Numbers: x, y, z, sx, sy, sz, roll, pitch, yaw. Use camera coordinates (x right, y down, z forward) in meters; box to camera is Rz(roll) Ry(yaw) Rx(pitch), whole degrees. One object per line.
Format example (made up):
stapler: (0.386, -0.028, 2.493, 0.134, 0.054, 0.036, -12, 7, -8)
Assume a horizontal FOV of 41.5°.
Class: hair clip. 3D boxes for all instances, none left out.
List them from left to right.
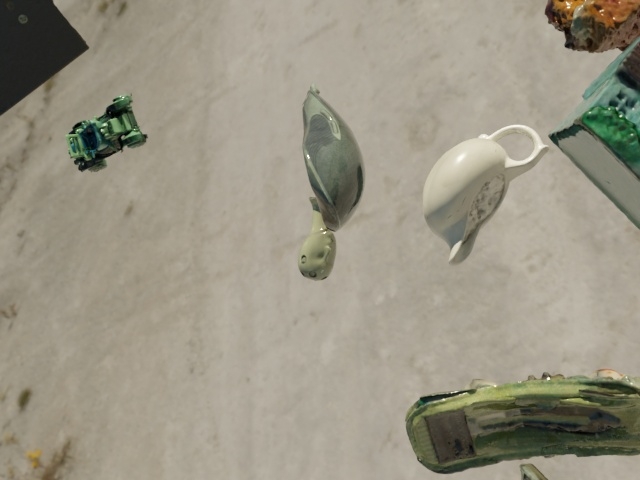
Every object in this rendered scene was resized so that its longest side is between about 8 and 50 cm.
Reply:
hair clip: (0.280, 0.231, 1.133, 0.321, 0.138, 0.091, -9, 29, 20)

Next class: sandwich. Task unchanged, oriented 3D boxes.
sandwich: (0.473, -0.390, 1.272, 0.301, 0.250, 0.162, -42, 20, -22)

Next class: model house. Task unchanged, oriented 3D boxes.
model house: (0.494, -0.142, 1.106, 0.249, 0.280, 0.230, -44, -1, 5)

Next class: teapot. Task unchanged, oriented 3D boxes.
teapot: (0.304, -0.106, 1.629, 0.300, 0.208, 0.166, -46, 48, 4)

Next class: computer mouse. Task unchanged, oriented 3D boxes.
computer mouse: (0.023, -0.170, 1.470, 0.090, 0.167, 0.379, -14, 45, 6)

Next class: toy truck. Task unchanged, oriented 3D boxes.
toy truck: (-0.330, -0.157, 1.257, 0.154, 0.078, 0.080, -19, 90, 41)

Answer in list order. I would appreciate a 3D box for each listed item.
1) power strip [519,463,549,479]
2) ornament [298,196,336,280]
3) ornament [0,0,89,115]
power strip: (0.195, 0.338, 0.863, 0.213, 0.064, 0.198, 44, -125, -82)
ornament: (0.000, 0.000, 1.635, 0.081, 0.074, 0.156, 4, 82, 56)
ornament: (-0.432, -0.270, 1.156, 0.166, 0.153, 0.196, -42, 18, -17)
